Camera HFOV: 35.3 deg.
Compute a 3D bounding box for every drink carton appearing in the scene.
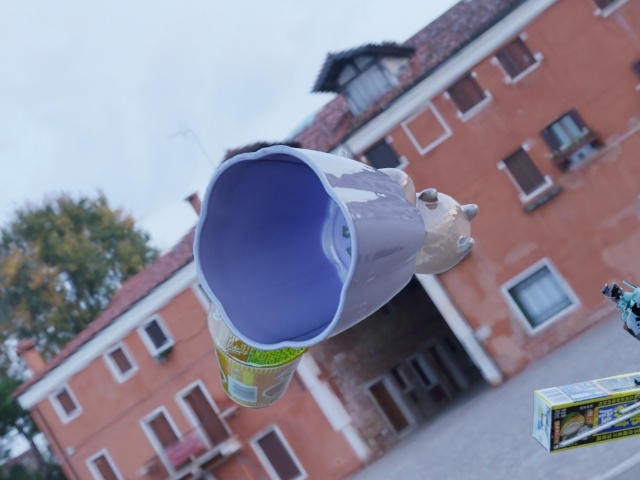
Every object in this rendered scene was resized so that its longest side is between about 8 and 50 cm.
[{"bbox_3d":[0.360,0.221,1.300,0.166,0.071,0.056,-8,21,-15],"label":"drink carton"}]

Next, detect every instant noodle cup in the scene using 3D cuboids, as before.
[{"bbox_3d":[-0.095,0.170,1.567,0.168,0.168,0.185,-29,-26,-24],"label":"instant noodle cup"}]

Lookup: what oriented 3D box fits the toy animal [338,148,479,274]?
[{"bbox_3d":[0.126,-0.035,1.642,0.154,0.250,0.166,-48,24,54],"label":"toy animal"}]

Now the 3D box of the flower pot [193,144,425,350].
[{"bbox_3d":[0.000,0.000,1.352,0.265,0.265,0.243,-39,-15,31],"label":"flower pot"}]

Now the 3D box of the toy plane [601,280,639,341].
[{"bbox_3d":[0.551,0.114,1.672,0.382,0.155,0.106,-7,-57,-65],"label":"toy plane"}]
